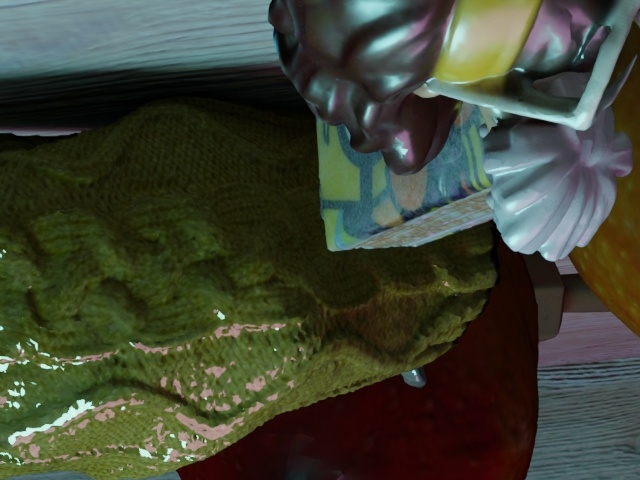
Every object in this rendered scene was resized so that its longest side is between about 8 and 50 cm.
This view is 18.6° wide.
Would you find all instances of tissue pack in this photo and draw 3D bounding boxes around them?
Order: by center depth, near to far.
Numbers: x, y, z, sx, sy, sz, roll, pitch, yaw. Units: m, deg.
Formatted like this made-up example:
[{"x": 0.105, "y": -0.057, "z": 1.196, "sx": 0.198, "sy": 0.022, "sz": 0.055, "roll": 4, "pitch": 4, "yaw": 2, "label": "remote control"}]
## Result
[{"x": 0.056, "y": -0.062, "z": 0.814, "sx": 0.060, "sy": 0.108, "sz": 0.148, "roll": 1, "pitch": 168, "yaw": -29, "label": "tissue pack"}]

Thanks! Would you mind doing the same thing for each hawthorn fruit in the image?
[{"x": 0.021, "y": 0.117, "z": 1.302, "sx": 0.265, "sy": 0.307, "sz": 0.265, "roll": -12, "pitch": 168, "yaw": -3, "label": "hawthorn fruit"}]

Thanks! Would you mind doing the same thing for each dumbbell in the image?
[{"x": 0.249, "y": 0.045, "z": 1.700, "sx": 0.231, "sy": 0.082, "sz": 0.092, "roll": -2, "pitch": 171, "yaw": -24, "label": "dumbbell"}]

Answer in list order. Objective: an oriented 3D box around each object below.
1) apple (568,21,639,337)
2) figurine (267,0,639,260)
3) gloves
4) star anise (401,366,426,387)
[{"x": 0.193, "y": -0.042, "z": 0.683, "sx": 0.230, "sy": 0.230, "sz": 0.230, "roll": -6, "pitch": 171, "yaw": -1, "label": "apple"}, {"x": 0.053, "y": -0.089, "z": 0.567, "sx": 0.116, "sy": 0.174, "sz": 0.240, "roll": 23, "pitch": -169, "yaw": 12, "label": "figurine"}, {"x": -0.075, "y": 0.011, "z": 0.984, "sx": 0.356, "sy": 0.203, "sz": 0.155, "roll": -14, "pitch": 158, "yaw": -25, "label": "gloves"}, {"x": 0.003, "y": 0.013, "z": 1.140, "sx": 0.208, "sy": 0.172, "sz": 0.063, "roll": -1, "pitch": 143, "yaw": -30, "label": "star anise"}]
